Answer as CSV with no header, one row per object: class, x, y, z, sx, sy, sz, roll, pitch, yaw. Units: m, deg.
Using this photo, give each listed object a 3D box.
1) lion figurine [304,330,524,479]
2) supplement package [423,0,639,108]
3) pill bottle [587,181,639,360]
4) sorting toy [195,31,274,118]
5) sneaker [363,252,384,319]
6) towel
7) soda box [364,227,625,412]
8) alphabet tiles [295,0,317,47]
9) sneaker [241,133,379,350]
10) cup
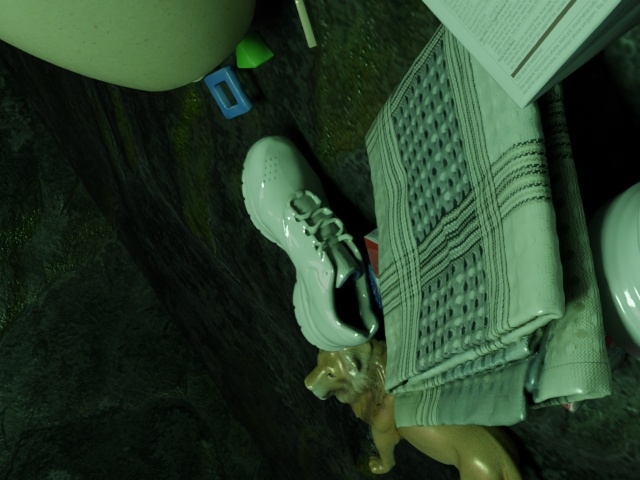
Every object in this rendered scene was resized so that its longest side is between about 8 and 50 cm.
lion figurine,0.160,0.261,1.009,0.392,0.142,0.240,22,135,30
supplement package,0.101,-0.224,0.404,0.244,0.134,0.139,51,157,8
pill bottle,0.261,-0.010,0.367,0.153,0.153,0.265,53,157,3
sorting toy,-0.175,-0.319,0.930,0.347,0.047,0.196,53,151,-3
sneaker,0.126,0.083,0.874,0.232,0.091,0.081,-118,10,-48
towel,0.100,-0.013,0.591,0.312,0.056,0.324,133,136,-66
soda box,0.165,0.053,0.732,0.263,0.083,0.092,30,145,45
alphabet tiles,-0.045,-0.288,0.599,0.237,0.009,0.198,-100,-8,-56
sneaker,0.000,0.000,0.928,0.297,0.111,0.129,65,156,-7
cup,-0.190,-0.286,0.717,0.331,0.331,0.237,35,170,39
